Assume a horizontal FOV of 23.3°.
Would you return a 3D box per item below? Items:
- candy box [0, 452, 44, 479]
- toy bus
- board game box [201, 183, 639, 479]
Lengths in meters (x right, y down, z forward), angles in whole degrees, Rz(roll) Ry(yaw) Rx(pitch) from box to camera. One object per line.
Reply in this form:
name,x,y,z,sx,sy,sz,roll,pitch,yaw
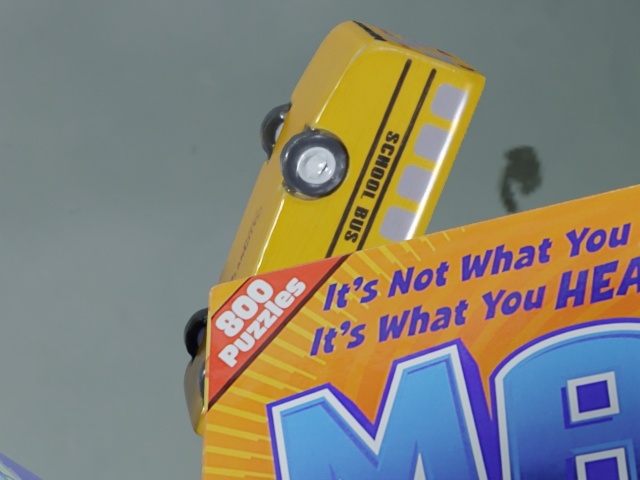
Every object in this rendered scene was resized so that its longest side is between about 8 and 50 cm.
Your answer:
candy box,-0.195,0.276,1.132,0.122,0.268,0.317,-48,144,-5
toy bus,0.000,0.000,1.201,0.130,0.108,0.332,18,103,-17
board game box,0.176,0.218,0.752,0.356,0.356,0.356,54,29,-50
